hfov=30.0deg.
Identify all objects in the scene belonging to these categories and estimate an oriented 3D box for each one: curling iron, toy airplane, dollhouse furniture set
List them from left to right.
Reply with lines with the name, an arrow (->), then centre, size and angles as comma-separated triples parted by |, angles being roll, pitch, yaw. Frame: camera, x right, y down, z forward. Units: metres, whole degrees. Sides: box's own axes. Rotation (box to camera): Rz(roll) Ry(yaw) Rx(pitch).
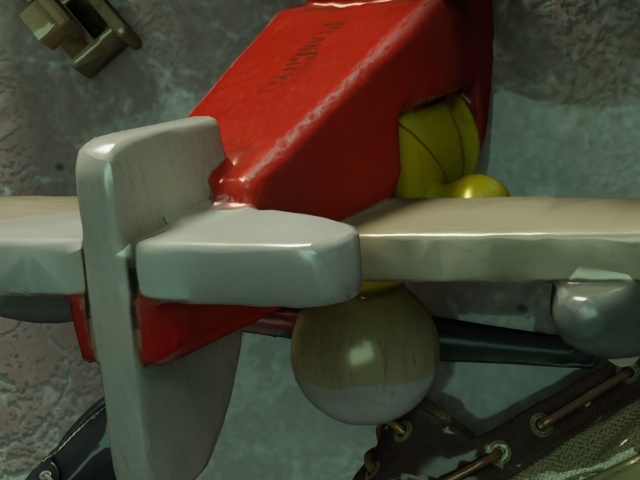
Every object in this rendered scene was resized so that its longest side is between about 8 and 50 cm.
dollhouse furniture set -> -0.184, -0.208, 0.752 | 0.101, 0.182, 0.161 | -41, 80, 4
toy airplane -> 0.000, 0.000, 0.614 | 0.384, 0.386, 0.272 | -23, 122, -13
curling iron -> 0.040, 0.046, 0.768 | 0.274, 0.035, 0.068 | 12, 87, 10

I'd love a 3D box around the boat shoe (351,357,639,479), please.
boat shoe -> 0.079, 0.153, 0.721 | 0.342, 0.123, 0.123 | -24, 65, 8

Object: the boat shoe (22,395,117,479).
boat shoe -> -0.169, 0.183, 0.774 | 0.075, 0.065, 0.206 | 36, 91, 11
